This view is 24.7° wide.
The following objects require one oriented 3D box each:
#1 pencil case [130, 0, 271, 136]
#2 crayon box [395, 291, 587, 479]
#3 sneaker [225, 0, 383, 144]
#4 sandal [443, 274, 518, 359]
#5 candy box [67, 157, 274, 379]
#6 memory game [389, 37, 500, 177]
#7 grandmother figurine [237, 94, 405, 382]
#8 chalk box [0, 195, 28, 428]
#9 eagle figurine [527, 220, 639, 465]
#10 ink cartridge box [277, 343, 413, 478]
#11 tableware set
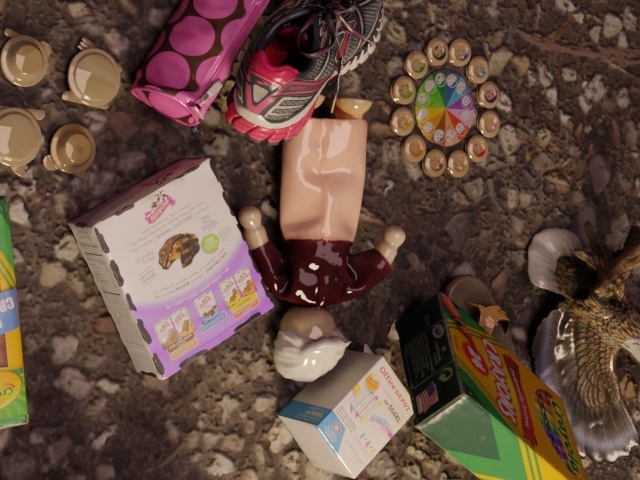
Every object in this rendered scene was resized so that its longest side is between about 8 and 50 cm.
[{"bbox_3d":[-0.122,-0.228,1.647,0.095,0.098,0.209,39,71,-39],"label":"pencil case"},{"bbox_3d":[0.236,0.231,1.858,0.081,0.202,0.318,-38,121,20],"label":"crayon box"},{"bbox_3d":[-0.002,-0.238,1.674,0.120,0.112,0.299,26,53,4],"label":"sneaker"},{"bbox_3d":[0.224,0.118,1.932,0.072,0.049,0.180,-41,114,-26],"label":"sandal"},{"bbox_3d":[-0.166,0.028,1.648,0.165,0.070,0.196,-32,110,-29],"label":"candy box"},{"bbox_3d":[0.164,-0.171,1.897,0.186,0.012,0.186,-2,94,-35],"label":"memory game"},{"bbox_3d":[0.000,0.000,1.750,0.207,0.104,0.342,6,92,-7],"label":"grandmother figurine"},{"bbox_3d":[-0.403,0.105,1.423,0.180,0.179,0.289,-10,98,-33],"label":"chalk box"},{"bbox_3d":[0.400,0.132,2.000,0.226,0.225,0.298,-3,133,4],"label":"eagle figurine"},{"bbox_3d":[0.039,0.202,1.786,0.143,0.090,0.092,-45,115,-23],"label":"ink cartridge box"},{"bbox_3d":[-0.290,-0.145,1.584,0.141,0.020,0.169,17,82,-36],"label":"tableware set"}]
